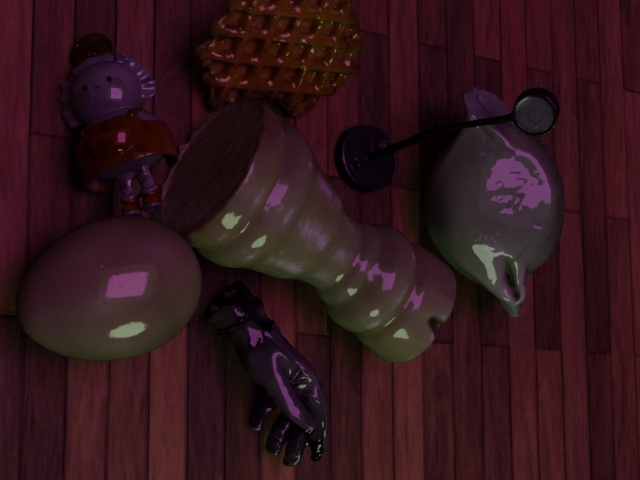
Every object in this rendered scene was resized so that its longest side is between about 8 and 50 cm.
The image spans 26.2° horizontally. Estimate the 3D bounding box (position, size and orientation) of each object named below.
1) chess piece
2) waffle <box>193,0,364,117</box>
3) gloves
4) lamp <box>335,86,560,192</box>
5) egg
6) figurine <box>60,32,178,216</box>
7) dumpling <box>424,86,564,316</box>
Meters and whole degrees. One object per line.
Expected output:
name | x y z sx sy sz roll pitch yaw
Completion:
chess piece | 0.000 0.000 2.014 0.442 0.234 0.234 35 64 -31
waffle | -0.054 -0.283 2.043 0.291 0.051 0.291 -19 132 -23
gloves | -0.068 0.193 1.981 0.119 0.142 0.285 -24 98 -8
lamp | 0.197 -0.177 2.111 0.130 0.371 0.108 58 34 -11
egg | -0.277 0.066 1.811 0.253 0.188 0.189 -19 93 -28
figurine | -0.279 -0.159 1.897 0.143 0.143 0.271 4 55 -35
dumpling | 0.301 -0.055 2.231 0.270 0.212 0.321 6 112 -43
